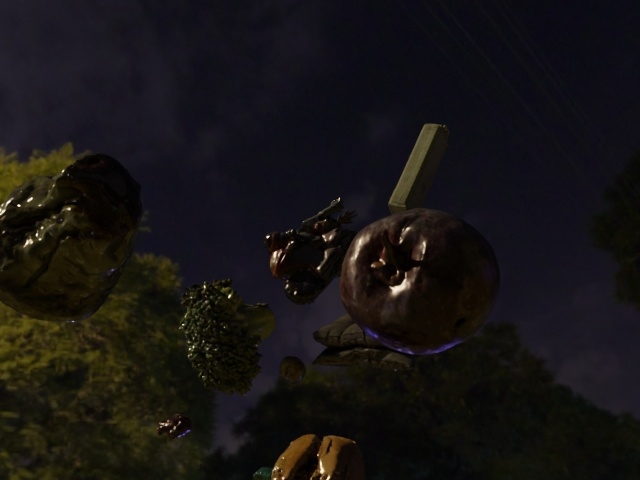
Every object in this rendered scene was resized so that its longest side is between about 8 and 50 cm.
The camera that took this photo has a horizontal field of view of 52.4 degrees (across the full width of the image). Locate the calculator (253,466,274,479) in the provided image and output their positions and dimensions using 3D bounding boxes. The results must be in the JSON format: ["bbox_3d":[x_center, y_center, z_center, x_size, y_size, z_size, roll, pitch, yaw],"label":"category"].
[{"bbox_3d":[-0.060,0.770,1.837,0.274,0.249,0.058,-1,9,27],"label":"calculator"}]

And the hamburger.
[{"bbox_3d":[-0.001,0.353,0.817,0.108,0.214,0.214,-5,-37,13],"label":"hamburger"}]

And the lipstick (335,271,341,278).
[{"bbox_3d":[0.076,0.062,1.749,0.053,0.054,0.234,16,-23,-29],"label":"lipstick"}]

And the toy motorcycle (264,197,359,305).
[{"bbox_3d":[0.000,0.000,1.644,0.207,0.401,0.134,32,-40,19],"label":"toy motorcycle"}]

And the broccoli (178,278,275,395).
[{"bbox_3d":[-0.282,0.270,1.833,0.323,0.334,0.272,-19,-1,27],"label":"broccoli"}]

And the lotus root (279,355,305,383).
[{"bbox_3d":[-0.056,0.258,1.298,0.054,0.049,0.099,29,-18,9],"label":"lotus root"}]

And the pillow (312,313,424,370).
[{"bbox_3d":[0.156,0.162,1.328,0.228,0.101,0.326,-6,12,36],"label":"pillow"}]

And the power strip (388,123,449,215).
[{"bbox_3d":[0.229,-0.157,1.497,0.052,0.272,0.078,11,-27,31],"label":"power strip"}]

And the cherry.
[{"bbox_3d":[0.126,0.048,0.787,0.195,0.195,0.195,-6,-38,-5],"label":"cherry"}]

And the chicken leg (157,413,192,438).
[{"bbox_3d":[-0.381,0.482,1.698,0.089,0.048,0.219,-3,-7,-14],"label":"chicken leg"}]

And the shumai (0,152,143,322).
[{"bbox_3d":[-0.560,-0.034,1.495,0.324,0.398,0.323,34,-45,-23],"label":"shumai"}]
